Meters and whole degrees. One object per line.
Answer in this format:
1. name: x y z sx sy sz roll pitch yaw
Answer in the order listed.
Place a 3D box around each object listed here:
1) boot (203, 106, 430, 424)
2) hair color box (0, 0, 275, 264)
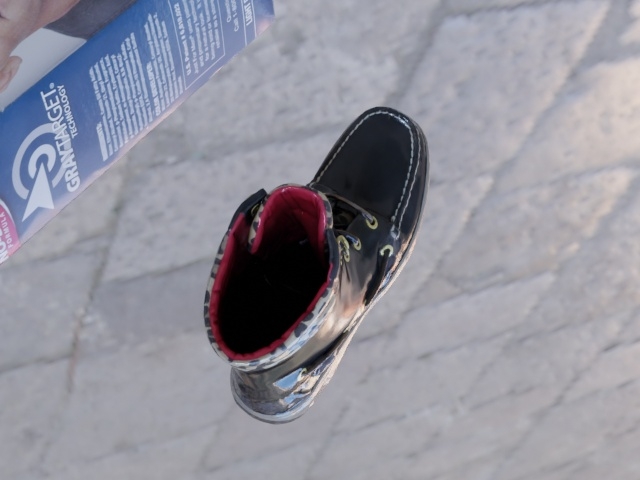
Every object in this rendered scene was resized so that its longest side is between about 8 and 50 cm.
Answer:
1. boot: 0.000 0.000 1.599 0.377 0.138 0.284 -60 168 -9
2. hair color box: -0.201 -0.114 0.978 0.347 0.174 0.105 -47 148 -33
